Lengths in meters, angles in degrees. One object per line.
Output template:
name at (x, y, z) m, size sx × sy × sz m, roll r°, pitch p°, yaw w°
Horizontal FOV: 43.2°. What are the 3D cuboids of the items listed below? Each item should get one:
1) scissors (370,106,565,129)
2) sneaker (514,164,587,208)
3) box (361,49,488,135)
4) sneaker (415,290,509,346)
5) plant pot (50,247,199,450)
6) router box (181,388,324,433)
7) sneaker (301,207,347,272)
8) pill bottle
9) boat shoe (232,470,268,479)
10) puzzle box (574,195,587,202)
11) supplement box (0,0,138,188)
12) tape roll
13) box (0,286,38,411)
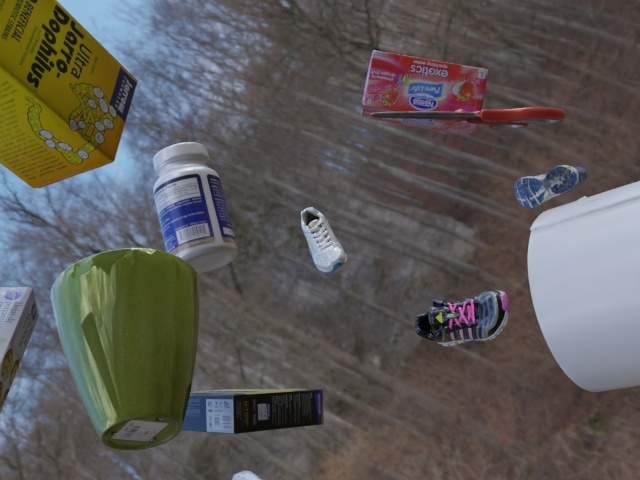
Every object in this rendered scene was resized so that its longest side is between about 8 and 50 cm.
scissors at (0.203, -0.166, 1.053) m, size 0.297 × 0.109 × 0.021 m, roll -2°, pitch -89°, yaw -41°
sneaker at (0.366, -0.085, 1.279) m, size 0.058 × 0.135 × 0.052 m, roll -12°, pitch -93°, yaw -31°
box at (0.225, -0.320, 1.769) m, size 0.122 × 0.257 × 0.128 m, roll 83°, pitch -163°, yaw -87°
sneaker at (0.192, 0.110, 1.129) m, size 0.075 × 0.170 × 0.063 m, roll 10°, pitch -112°, yaw -26°
plant pot at (-0.336, 0.212, 1.448) m, size 0.275 × 0.275 × 0.293 m, roll 67°, pitch -173°, yaw -55°
router box at (-0.182, 0.370, 1.772) m, size 0.243 × 0.309 × 0.081 m, roll 6°, pitch -102°, yaw -42°
sneaker at (0.000, 0.000, 2.122) m, size 0.087 × 0.229 × 0.092 m, roll -29°, pitch -53°, yaw -2°
pill bottle at (-0.283, -0.072, 1.782) m, size 0.153 × 0.153 × 0.265 m, roll 23°, pitch -131°, yaw -64°
boat shoe at (-0.029, 0.481, 1.362) m, size 0.102 × 0.301 × 0.108 m, roll -19°, pitch -56°, yaw -40°
puzzle box at (0.624, 0.131, 1.596) m, size 0.052 × 0.272 × 0.409 m, roll -31°, pitch -56°, yaw 5°
supplement box at (-0.502, -0.277, 1.313) m, size 0.356 × 0.195 × 0.194 m, roll 45°, pitch -139°, yaw -44°
tape roll at (0.390, 0.054, 0.995) m, size 0.246 × 0.169 × 0.246 m, roll 22°, pitch -121°, yaw -41°
box at (-0.497, 0.192, 1.207) m, size 0.324 × 0.063 × 0.067 m, roll -94°, pitch 6°, yaw -56°
